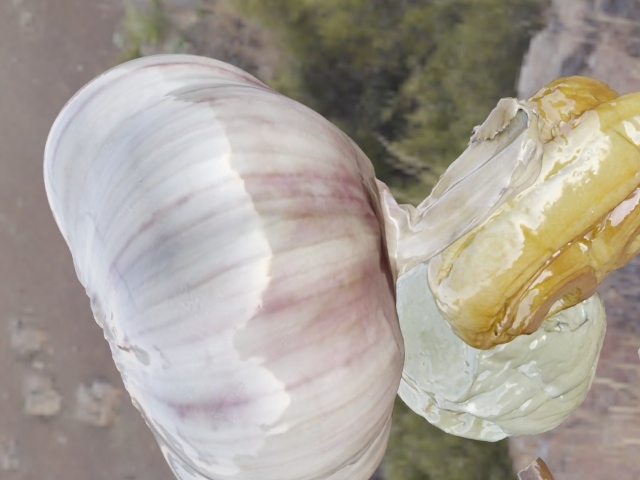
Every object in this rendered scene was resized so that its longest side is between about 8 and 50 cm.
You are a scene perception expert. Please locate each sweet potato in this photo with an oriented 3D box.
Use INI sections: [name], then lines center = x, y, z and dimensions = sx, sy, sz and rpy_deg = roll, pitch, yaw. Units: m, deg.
[sweet potato]
center = 0.334, 0.382, 2.208
dimensions = 0.049, 0.049, 0.117
rpy_deg = -58, 47, 50

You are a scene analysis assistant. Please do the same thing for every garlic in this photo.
[garlic]
center = 0.000, 0.000, 0.751
dimensions = 0.245, 0.253, 0.245
rpy_deg = -25, -90, -89

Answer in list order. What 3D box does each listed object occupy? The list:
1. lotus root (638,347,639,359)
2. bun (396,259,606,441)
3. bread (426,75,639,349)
[lotus root]
center = 0.438, 0.134, 1.844
dimensions = 0.037, 0.083, 0.030
rpy_deg = -61, -40, -65
[bun]
center = 0.144, 0.101, 1.318
dimensions = 0.220, 0.220, 0.134
rpy_deg = 131, 151, -57
[bread]
center = 0.178, -0.023, 1.134
dimensions = 0.120, 0.236, 0.198
rpy_deg = 48, 173, 24
